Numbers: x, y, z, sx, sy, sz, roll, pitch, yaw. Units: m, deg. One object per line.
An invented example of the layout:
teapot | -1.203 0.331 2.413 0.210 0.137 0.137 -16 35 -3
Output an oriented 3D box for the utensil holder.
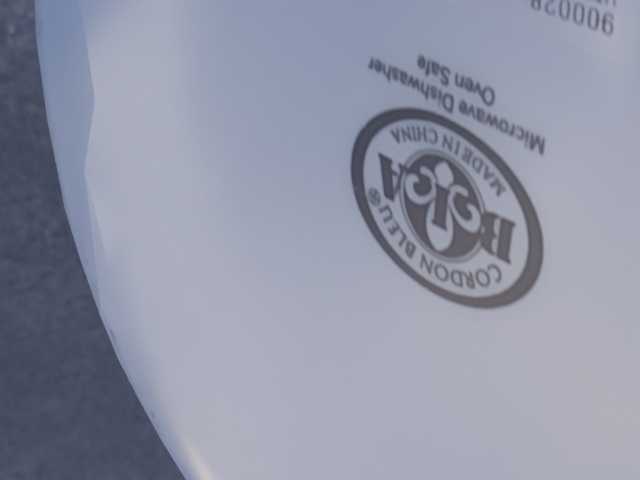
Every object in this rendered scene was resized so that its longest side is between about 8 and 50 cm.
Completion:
utensil holder | 0.159 -0.066 0.486 0.385 0.328 0.327 -21 161 -38
